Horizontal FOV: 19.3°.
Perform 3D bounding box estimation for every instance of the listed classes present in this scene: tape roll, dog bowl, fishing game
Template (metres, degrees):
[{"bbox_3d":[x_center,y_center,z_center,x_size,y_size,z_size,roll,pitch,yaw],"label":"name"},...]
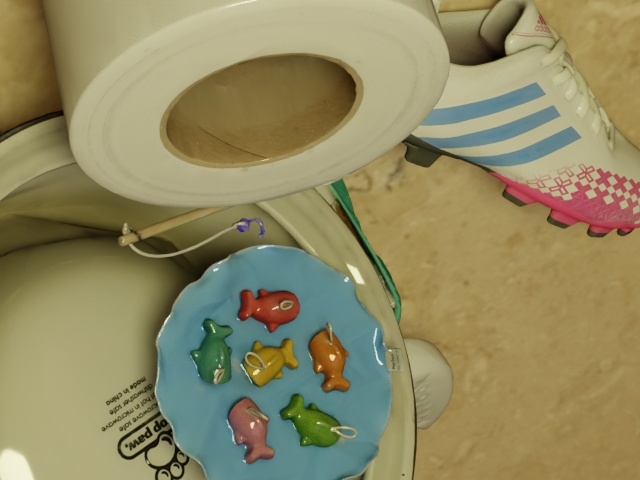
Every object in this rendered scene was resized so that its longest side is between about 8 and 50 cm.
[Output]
[{"bbox_3d":[-0.055,-0.151,1.205,0.246,0.169,0.246,-12,153,-6],"label":"tape roll"},{"bbox_3d":[-0.140,0.120,1.303,0.408,0.407,0.150,11,159,-31],"label":"dog bowl"},{"bbox_3d":[-0.022,0.091,1.275,0.189,0.041,0.264,-16,85,-33],"label":"fishing game"}]

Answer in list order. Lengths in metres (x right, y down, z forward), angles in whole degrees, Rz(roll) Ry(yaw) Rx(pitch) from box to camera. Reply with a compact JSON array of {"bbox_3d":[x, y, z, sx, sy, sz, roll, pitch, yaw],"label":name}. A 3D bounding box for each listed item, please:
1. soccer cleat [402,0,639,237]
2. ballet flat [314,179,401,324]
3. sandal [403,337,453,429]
[{"bbox_3d":[0.165,-0.103,1.438,0.331,0.116,0.143,18,114,-34],"label":"soccer cleat"},{"bbox_3d":[0.000,0.000,1.453,0.083,0.087,0.247,-34,131,1],"label":"ballet flat"},{"bbox_3d":[-0.084,0.186,1.543,0.416,0.102,0.169,-28,147,3],"label":"sandal"}]
